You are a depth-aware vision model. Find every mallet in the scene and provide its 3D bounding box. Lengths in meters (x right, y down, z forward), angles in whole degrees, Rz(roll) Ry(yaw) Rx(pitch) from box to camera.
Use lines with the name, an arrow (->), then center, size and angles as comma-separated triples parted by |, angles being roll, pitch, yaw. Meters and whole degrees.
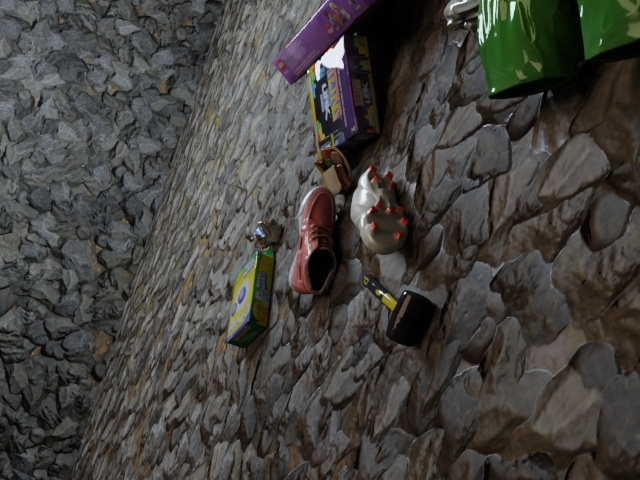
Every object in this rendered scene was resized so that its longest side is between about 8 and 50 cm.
mallet -> 0.089, 0.066, 0.945 | 0.062, 0.039, 0.189 | -64, 17, 13

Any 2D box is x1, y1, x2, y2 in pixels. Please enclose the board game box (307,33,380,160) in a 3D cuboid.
board game box -> 0.035, -0.232, 1.253 | 0.141, 0.048, 0.170 | 150, 116, -61

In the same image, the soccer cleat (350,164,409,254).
soccer cleat -> 0.076, -0.028, 1.026 | 0.196, 0.068, 0.076 | -90, 23, -57

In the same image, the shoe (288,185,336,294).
shoe -> 0.000, 0.000, 1.189 | 0.081, 0.063, 0.178 | 1, 77, 67

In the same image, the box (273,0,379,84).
box -> 0.054, -0.396, 1.297 | 0.201, 0.057, 0.293 | -44, 8, -28

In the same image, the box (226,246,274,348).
box -> -0.132, 0.103, 1.440 | 0.105, 0.043, 0.179 | -46, 29, 45

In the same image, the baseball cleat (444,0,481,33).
baseball cleat -> 0.221, -0.314, 0.917 | 0.109, 0.072, 0.206 | -63, 24, -3

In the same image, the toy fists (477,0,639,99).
toy fists -> 0.248, -0.231, 0.710 | 0.279, 0.096, 0.142 | 174, 89, -67

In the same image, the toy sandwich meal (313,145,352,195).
toy sandwich meal -> 0.020, -0.113, 1.233 | 0.085, 0.029, 0.085 | 37, 141, 38

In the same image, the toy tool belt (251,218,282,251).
toy tool belt -> -0.113, -0.014, 1.487 | 0.083, 0.051, 0.052 | -39, 36, 53
